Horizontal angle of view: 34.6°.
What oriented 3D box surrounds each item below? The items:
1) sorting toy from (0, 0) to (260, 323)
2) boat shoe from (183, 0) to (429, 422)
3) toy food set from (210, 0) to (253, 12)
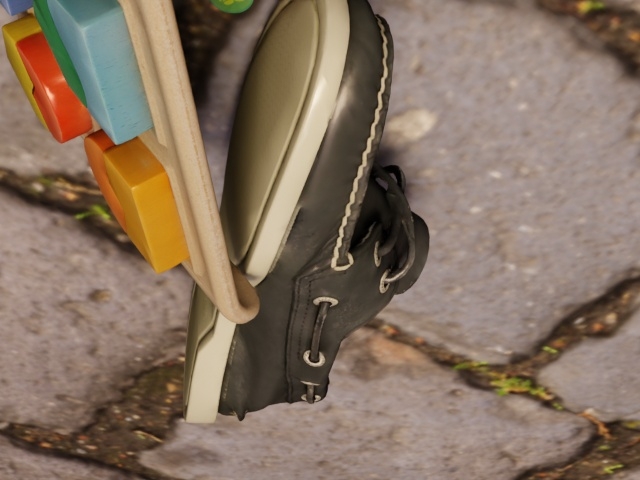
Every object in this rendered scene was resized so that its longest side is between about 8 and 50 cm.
[{"bbox_3d":[-0.103,-0.076,0.434,0.038,0.193,0.208,-33,144,-15],"label":"sorting toy"},{"bbox_3d":[0.000,0.004,0.559,0.113,0.127,0.340,7,138,-13],"label":"boat shoe"},{"bbox_3d":[-0.033,-0.143,0.465,0.083,0.020,0.082,-23,134,27],"label":"toy food set"}]
